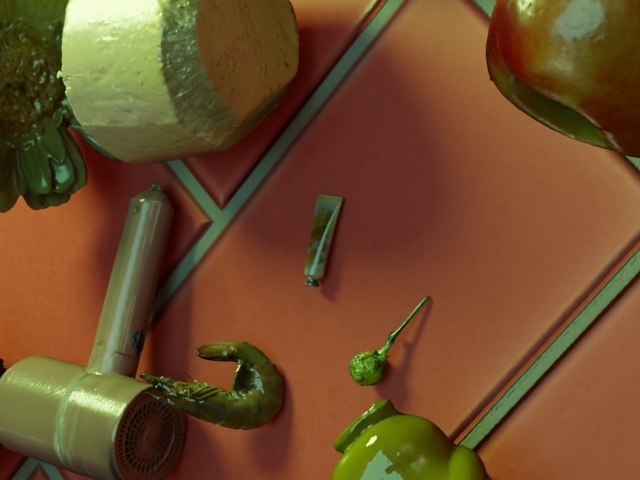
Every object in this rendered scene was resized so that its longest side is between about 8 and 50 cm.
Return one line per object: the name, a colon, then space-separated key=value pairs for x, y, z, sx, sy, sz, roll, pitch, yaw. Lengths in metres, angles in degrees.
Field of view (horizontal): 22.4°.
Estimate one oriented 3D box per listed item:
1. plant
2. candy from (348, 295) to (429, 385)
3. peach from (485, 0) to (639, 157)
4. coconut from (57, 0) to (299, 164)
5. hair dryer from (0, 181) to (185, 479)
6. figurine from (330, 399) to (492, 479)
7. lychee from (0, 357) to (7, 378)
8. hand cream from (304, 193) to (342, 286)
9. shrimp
plant: x=-0.373 y=-0.211 z=1.900 sx=0.297 sy=0.261 sz=0.306 roll=43 pitch=99 yaw=29
candy: x=0.075 y=0.104 z=1.713 sx=0.123 sy=0.035 sz=0.035 roll=-52 pitch=44 yaw=12
peach: x=0.294 y=-0.218 z=1.466 sx=0.245 sy=0.248 sz=0.274 roll=27 pitch=90 yaw=-2
coconut: x=-0.168 y=-0.207 z=1.776 sx=0.244 sy=0.239 sz=0.239 roll=-3 pitch=86 yaw=37
hair dryer: x=-0.247 y=0.100 z=1.899 sx=0.210 sy=0.125 sz=0.352 roll=10 pitch=84 yaw=36
figurine: x=0.136 y=0.302 z=1.561 sx=0.327 sy=0.218 sz=0.169 roll=37 pitch=84 yaw=27
lychee: x=-0.518 y=0.191 z=2.002 sx=0.271 sy=0.271 sz=0.271 roll=-2 pitch=86 yaw=35
hand cream: x=0.000 y=0.000 z=1.774 sx=0.035 sy=0.022 sz=0.102 roll=11 pitch=89 yaw=40
shrimp: x=-0.119 y=0.154 z=1.796 sx=0.162 sy=0.045 sz=0.095 roll=17 pitch=100 yaw=0
